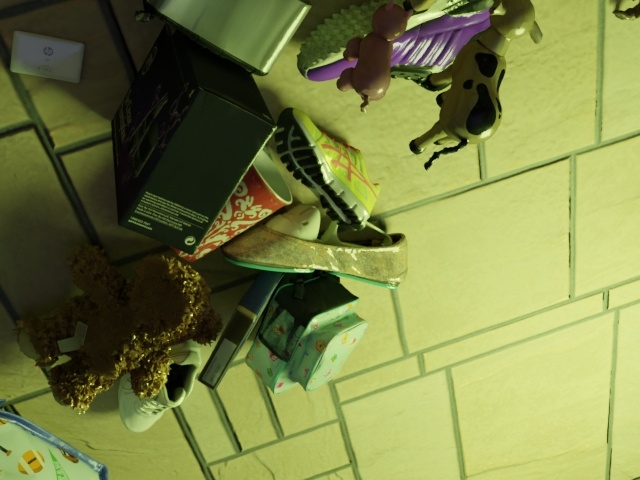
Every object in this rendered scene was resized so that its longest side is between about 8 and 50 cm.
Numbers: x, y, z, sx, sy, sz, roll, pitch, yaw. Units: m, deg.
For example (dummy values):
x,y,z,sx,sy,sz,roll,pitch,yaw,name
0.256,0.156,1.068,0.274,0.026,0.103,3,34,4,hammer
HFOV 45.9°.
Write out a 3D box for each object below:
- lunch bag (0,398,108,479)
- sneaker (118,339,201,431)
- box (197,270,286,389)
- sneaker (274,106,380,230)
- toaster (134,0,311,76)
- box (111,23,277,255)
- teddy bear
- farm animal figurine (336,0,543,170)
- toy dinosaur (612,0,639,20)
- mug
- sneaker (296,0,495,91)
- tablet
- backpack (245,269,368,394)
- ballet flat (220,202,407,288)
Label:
x,y,z,sx,sy,sz,roll,pitch,yaw,name
-0.574,0.425,1.184,0.327,0.239,0.385,-32,134,8,lunch bag
-0.263,0.240,1.224,0.090,0.115,0.232,19,116,-27,sneaker
-0.109,0.114,1.144,0.036,0.225,0.136,31,113,1,box
0.014,-0.116,1.100,0.094,0.081,0.208,-51,119,-26,sneaker
-0.115,-0.286,0.864,0.168,0.186,0.110,24,118,-29,toaster
-0.163,-0.138,0.901,0.103,0.261,0.184,26,112,-31,box
-0.300,0.127,1.117,0.245,0.113,0.338,44,110,3,teddy bear
0.141,-0.292,0.812,0.327,0.172,0.330,-41,100,-27,farm animal figurine
0.477,-0.395,1.020,0.295,0.127,0.200,20,109,-34,toy dinosaur
-0.149,-0.067,1.074,0.169,0.150,0.113,-35,163,13,mug
0.118,-0.253,1.011,0.293,0.102,0.146,-24,128,0,sneaker
-0.341,-0.229,0.943,0.083,0.006,0.054,6,121,-22,tablet
-0.027,0.160,1.215,0.166,0.144,0.188,-20,152,-56,backpack
0.000,0.000,1.166,0.316,0.107,0.106,9,100,-29,ballet flat
